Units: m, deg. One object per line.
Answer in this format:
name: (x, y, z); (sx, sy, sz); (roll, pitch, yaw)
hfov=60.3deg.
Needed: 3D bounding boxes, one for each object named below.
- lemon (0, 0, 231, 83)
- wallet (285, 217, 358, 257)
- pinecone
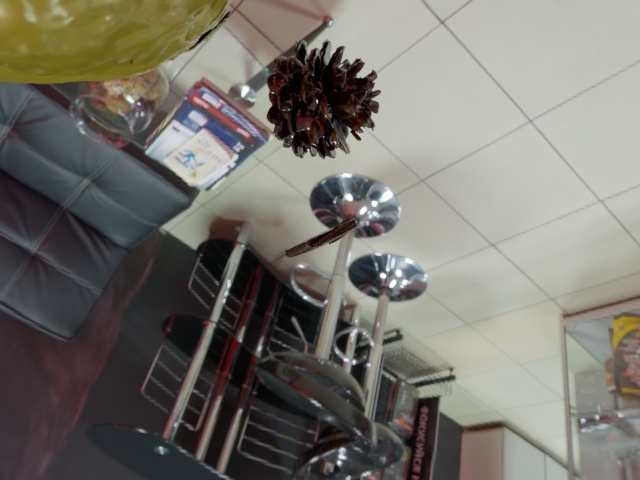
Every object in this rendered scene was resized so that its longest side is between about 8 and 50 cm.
lemon: (-0.185, -0.278, 0.320); (0.350, 0.350, 0.387); (17, 128, -1)
wallet: (0.000, 0.000, 0.915); (0.026, 0.095, 0.176); (65, 163, 1)
pinecone: (0.006, -0.159, 0.623); (0.121, 0.140, 0.140); (4, 141, 16)
